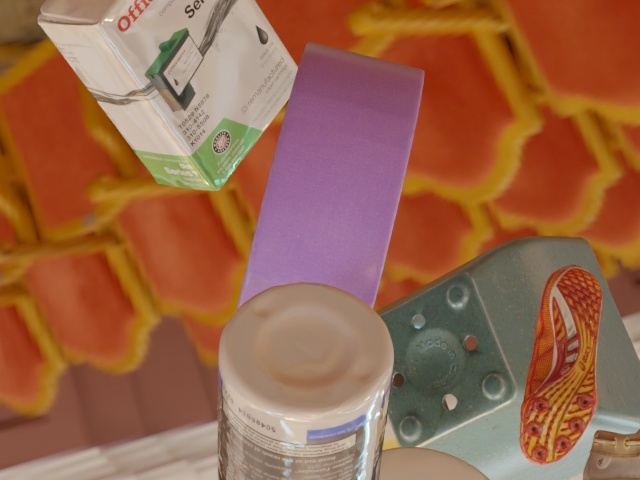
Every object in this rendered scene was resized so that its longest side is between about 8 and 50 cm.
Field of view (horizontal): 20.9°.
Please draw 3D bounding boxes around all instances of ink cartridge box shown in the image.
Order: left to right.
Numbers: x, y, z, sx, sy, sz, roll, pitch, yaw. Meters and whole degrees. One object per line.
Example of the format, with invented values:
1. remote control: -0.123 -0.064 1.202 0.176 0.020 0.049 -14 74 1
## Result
1. ink cartridge box: -0.135 -0.179 1.609 0.092 0.219 0.160 11 -123 43

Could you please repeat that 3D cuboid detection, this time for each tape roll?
1. tape roll: 0.000 0.000 1.250 0.090 0.274 0.275 14 168 -1

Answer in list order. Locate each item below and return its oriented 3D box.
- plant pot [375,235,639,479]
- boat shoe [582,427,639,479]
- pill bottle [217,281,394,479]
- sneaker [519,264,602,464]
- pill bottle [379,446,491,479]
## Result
1. plant pot: 0.178 0.137 1.859 0.248 0.247 0.252 -30 158 24
2. boat shoe: 0.200 0.117 0.963 0.063 0.059 0.170 13 161 -26
3. pill bottle: -0.009 0.090 0.799 0.078 0.078 0.137 -15 141 -17
4. sneaker: 0.210 0.109 1.502 0.064 0.175 0.067 14 177 -3
5. pill bottle: 0.035 0.239 1.080 0.169 0.169 0.301 -15 155 -15
